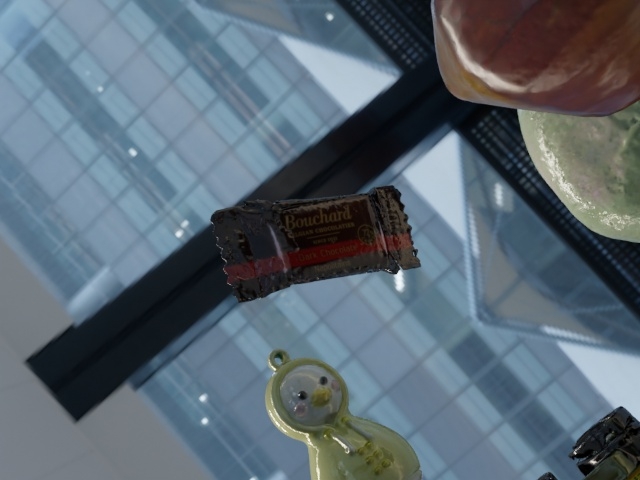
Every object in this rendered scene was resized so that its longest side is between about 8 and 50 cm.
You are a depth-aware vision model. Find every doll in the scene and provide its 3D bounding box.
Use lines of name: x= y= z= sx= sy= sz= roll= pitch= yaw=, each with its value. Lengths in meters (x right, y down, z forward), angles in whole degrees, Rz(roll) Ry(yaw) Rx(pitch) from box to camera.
doll: x=0.028 y=0.255 z=1.315 sx=0.296 sy=0.141 sz=0.117 roll=53 pitch=156 yaw=6

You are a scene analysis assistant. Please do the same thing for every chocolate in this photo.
chocolate: x=0.000 y=0.000 z=0.878 sx=0.183 sy=0.028 sz=0.086 roll=-11 pitch=-105 yaw=-31

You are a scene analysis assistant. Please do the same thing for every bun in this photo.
bun: x=0.354 y=-0.143 z=1.106 sx=0.283 sy=0.179 sz=0.283 roll=9 pitch=-121 yaw=-15

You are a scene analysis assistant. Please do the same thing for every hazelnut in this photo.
hazelnut: x=0.182 y=-0.180 z=0.754 sx=0.181 sy=0.180 sz=0.212 roll=11 pitch=-170 yaw=19

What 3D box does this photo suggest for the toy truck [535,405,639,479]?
toy truck: x=0.133 y=0.223 z=0.608 sx=0.127 sy=0.257 sz=0.127 roll=47 pitch=-172 yaw=9
